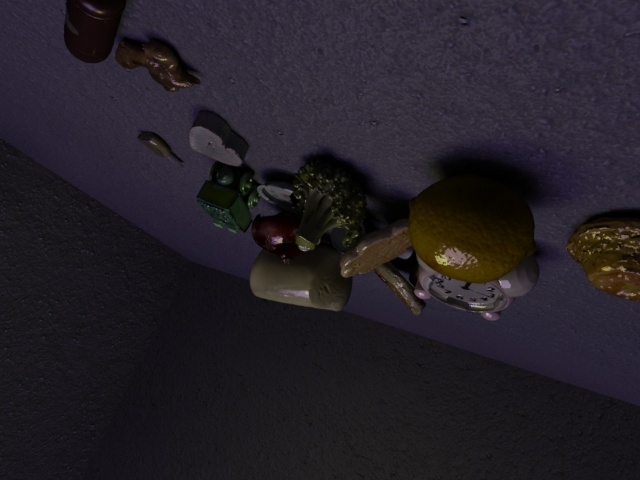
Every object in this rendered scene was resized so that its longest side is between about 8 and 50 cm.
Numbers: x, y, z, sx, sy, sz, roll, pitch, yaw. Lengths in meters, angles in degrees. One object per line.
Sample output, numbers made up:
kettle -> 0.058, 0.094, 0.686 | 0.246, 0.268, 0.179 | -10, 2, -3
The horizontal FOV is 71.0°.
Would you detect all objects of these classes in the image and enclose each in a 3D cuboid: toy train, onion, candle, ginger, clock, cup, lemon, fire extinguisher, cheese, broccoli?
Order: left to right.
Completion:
fire extinguisher -> -0.466, -0.475, 0.890 | 0.138, 0.102, 0.344 | 22, 166, -28
ginger -> -0.402, -0.416, 1.077 | 0.214, 0.059, 0.133 | 12, 156, 28
cheese -> -0.568, -0.321, 1.625 | 0.097, 0.037, 0.192 | 13, 162, 33
candle -> -0.315, -0.294, 1.324 | 0.168, 0.068, 0.192 | 7, 156, 34
toy train -> -0.313, -0.151, 1.559 | 0.159, 0.188, 0.271 | 21, 165, 10
onion -> -0.125, -0.007, 1.676 | 0.272, 0.195, 0.272 | 6, 177, 0
clock -> -0.098, -0.149, 1.511 | 0.236, 0.053, 0.236 | 18, 166, 5
broccoli -> 0.002, -0.078, 1.267 | 0.247, 0.243, 0.263 | 7, 146, 38
cup -> 0.264, 0.008, 1.532 | 0.116, 0.074, 0.104 | 25, 135, -22
lemon -> 0.334, -0.026, 1.009 | 0.267, 0.267, 0.267 | 21, 163, 7
clock -> 0.453, 0.098, 1.366 | 0.342, 0.184, 0.326 | 12, 158, 12

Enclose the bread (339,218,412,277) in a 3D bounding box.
bread -> 0.190, 0.019, 1.358 | 0.316, 0.316, 0.054 | 82, 163, -71

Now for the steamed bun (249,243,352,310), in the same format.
steamed bun -> -0.056, 0.142, 1.962 | 0.371, 0.290, 0.456 | 9, 173, 23

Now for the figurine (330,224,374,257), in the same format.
figurine -> 0.119, 0.002, 1.531 | 0.133, 0.176, 0.236 | -3, 163, 17

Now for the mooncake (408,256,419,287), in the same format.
mooncake -> 0.431, 0.142, 1.639 | 0.235, 0.117, 0.235 | 21, 167, 5

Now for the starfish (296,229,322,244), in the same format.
starfish -> 0.016, -0.057, 1.541 | 0.050, 0.217, 0.223 | 54, 142, 25

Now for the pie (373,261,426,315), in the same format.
pie -> 0.287, 0.158, 1.731 | 0.339, 0.077, 0.339 | 47, -176, -5

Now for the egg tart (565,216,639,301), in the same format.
egg tart -> 0.697, 0.053, 0.998 | 0.294, 0.123, 0.294 | 20, 162, 7

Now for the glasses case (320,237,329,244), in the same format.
glasses case -> 0.000, 0.000, 1.909 | 0.083, 0.021, 0.032 | 17, 162, 18
